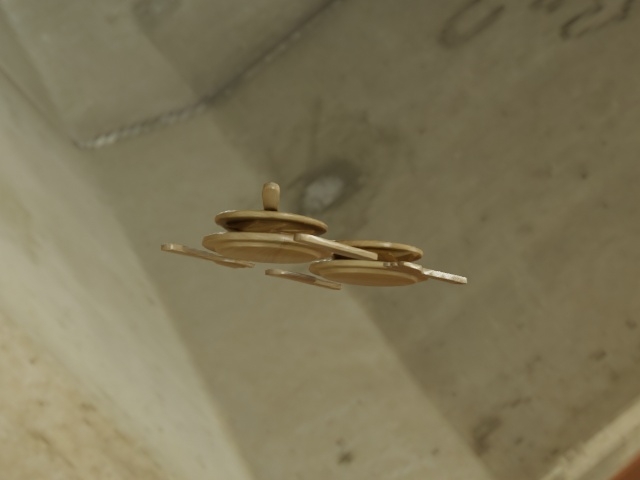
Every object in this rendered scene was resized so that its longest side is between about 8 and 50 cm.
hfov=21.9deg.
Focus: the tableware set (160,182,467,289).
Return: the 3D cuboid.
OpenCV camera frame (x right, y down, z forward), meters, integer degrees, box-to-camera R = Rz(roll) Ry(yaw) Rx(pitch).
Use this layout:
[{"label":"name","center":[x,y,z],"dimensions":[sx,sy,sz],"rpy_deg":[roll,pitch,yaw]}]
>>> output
[{"label":"tableware set","center":[0.000,0.000,1.127],"dimensions":[0.128,0.194,0.039],"rpy_deg":[-4,-102,39]}]
